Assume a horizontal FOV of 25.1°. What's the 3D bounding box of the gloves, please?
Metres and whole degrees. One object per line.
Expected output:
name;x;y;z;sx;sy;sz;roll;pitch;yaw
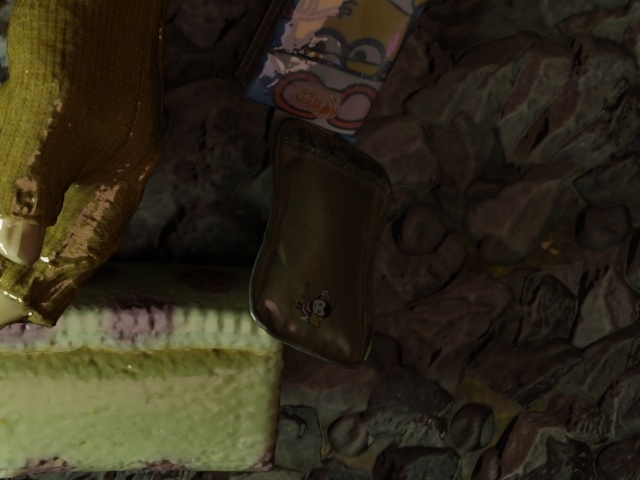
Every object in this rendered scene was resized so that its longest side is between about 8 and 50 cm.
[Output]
gloves;-0.200;-0.089;1.114;0.155;0.203;0.356;25;90;-26

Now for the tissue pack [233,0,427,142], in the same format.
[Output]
tissue pack;0.012;-0.175;1.219;0.116;0.065;0.155;21;107;-22

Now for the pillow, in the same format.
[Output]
pillow;0.000;0.000;1.238;0.130;0.217;0.033;28;145;-24

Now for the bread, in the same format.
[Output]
bread;-0.198;0.107;1.247;0.338;0.155;0.187;1;106;-13
